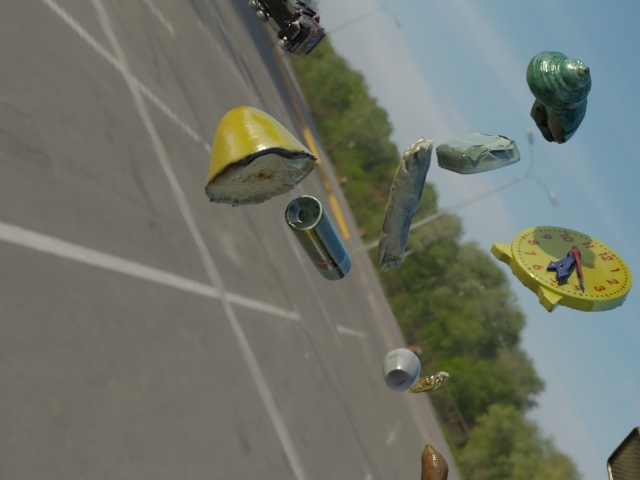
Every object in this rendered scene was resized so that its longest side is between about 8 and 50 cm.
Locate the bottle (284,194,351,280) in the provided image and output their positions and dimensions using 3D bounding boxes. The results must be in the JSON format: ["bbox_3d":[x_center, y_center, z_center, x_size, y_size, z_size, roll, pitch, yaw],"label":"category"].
[{"bbox_3d":[0.000,0.000,2.134,0.286,0.082,0.082,58,7,-63],"label":"bottle"}]

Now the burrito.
[{"bbox_3d":[0.157,-0.068,1.933,0.082,0.059,0.275,-35,143,-55],"label":"burrito"}]

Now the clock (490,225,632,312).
[{"bbox_3d":[0.558,0.051,2.263,0.277,0.294,0.071,47,-45,39],"label":"clock"}]

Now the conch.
[{"bbox_3d":[0.532,-0.330,2.234,0.196,0.134,0.202,58,-1,9],"label":"conch"}]

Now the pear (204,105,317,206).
[{"bbox_3d":[-0.146,-0.193,2.115,0.267,0.267,0.178,54,14,-75],"label":"pear"}]

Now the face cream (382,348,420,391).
[{"bbox_3d":[0.192,0.311,2.425,0.091,0.091,0.095,64,19,-17],"label":"face cream"}]

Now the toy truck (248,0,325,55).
[{"bbox_3d":[-0.070,-0.480,2.147,0.092,0.083,0.192,-1,51,-57],"label":"toy truck"}]

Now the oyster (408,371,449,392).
[{"bbox_3d":[0.241,0.313,2.241,0.051,0.093,0.034,-7,-72,65],"label":"oyster"}]

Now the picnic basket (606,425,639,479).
[{"bbox_3d":[0.647,0.492,1.894,0.165,0.139,0.266,106,-11,-50],"label":"picnic basket"}]

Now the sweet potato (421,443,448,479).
[{"bbox_3d":[0.238,0.499,1.961,0.051,0.065,0.218,30,35,-58],"label":"sweet potato"}]

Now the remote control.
[{"bbox_3d":[0.264,-0.148,1.719,0.247,0.104,0.052,-135,-150,-79],"label":"remote control"}]
